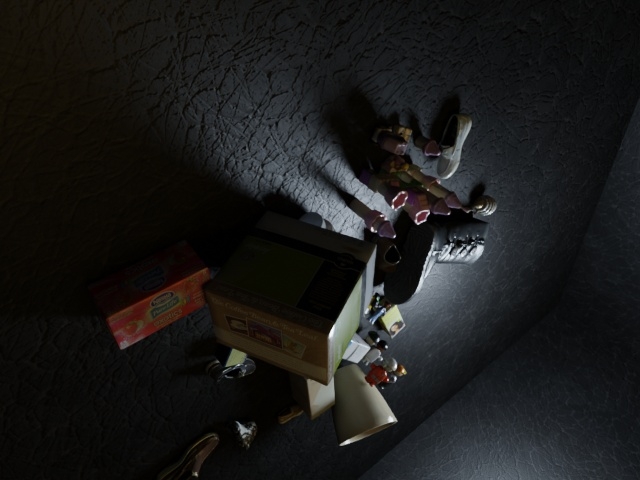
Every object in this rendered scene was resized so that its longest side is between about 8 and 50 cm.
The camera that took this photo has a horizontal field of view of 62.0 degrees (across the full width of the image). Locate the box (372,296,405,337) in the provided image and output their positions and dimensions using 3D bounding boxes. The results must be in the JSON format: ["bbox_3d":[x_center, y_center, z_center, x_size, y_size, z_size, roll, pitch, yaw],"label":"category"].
[{"bbox_3d":[0.291,0.325,2.246,0.087,0.058,0.232,-42,144,-8],"label":"box"}]

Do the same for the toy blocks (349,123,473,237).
[{"bbox_3d":[0.294,-0.159,1.621,0.288,0.260,0.309,-10,130,-40],"label":"toy blocks"}]

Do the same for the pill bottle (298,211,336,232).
[{"bbox_3d":[0.000,0.000,1.592,0.108,0.108,0.193,-43,144,-8],"label":"pill bottle"}]

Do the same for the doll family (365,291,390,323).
[{"bbox_3d":[0.200,0.250,2.068,0.111,0.076,0.193,-48,146,-4],"label":"doll family"}]

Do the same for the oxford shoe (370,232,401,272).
[{"bbox_3d":[0.246,0.067,1.926,0.083,0.096,0.227,-45,146,-8],"label":"oxford shoe"}]

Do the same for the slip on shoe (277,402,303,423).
[{"bbox_3d":[-0.118,0.694,2.175,0.135,0.051,0.041,-27,128,-18],"label":"slip on shoe"}]

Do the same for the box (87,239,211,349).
[{"bbox_3d":[-0.398,0.124,1.274,0.256,0.128,0.123,-28,140,-25],"label":"box"}]

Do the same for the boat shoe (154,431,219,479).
[{"bbox_3d":[-0.450,0.791,1.871,0.257,0.095,0.095,-41,144,-10],"label":"boat shoe"}]

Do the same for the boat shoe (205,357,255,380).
[{"bbox_3d":[-0.281,0.430,1.737,0.206,0.065,0.075,16,110,-52],"label":"boat shoe"}]

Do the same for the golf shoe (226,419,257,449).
[{"bbox_3d":[-0.290,0.702,1.991,0.094,0.077,0.198,-47,152,-27],"label":"golf shoe"}]

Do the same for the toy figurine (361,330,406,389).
[{"bbox_3d":[0.243,0.500,2.224,0.148,0.213,0.209,-41,145,8],"label":"toy figurine"}]

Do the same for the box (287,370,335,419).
[{"bbox_3d":[-0.035,0.529,2.022,0.121,0.148,0.311,-30,139,-23],"label":"box"}]

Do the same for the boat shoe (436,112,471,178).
[{"bbox_3d":[0.427,-0.317,1.780,0.081,0.079,0.228,-3,119,-37],"label":"boat shoe"}]

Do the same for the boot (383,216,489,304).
[{"bbox_3d":[0.479,0.076,2.156,0.445,0.146,0.367,-7,130,-48],"label":"boot"}]

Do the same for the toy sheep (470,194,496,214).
[{"bbox_3d":[0.677,-0.144,2.190,0.132,0.091,0.091,1,122,-41],"label":"toy sheep"}]

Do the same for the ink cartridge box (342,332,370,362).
[{"bbox_3d":[0.074,0.367,1.978,0.086,0.148,0.203,-51,144,2],"label":"ink cartridge box"}]

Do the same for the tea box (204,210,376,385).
[{"bbox_3d":[-0.065,0.137,1.374,0.220,0.329,0.323,90,26,-43],"label":"tea box"}]

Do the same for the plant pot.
[{"bbox_3d":[0.143,0.664,2.201,0.256,0.274,0.256,-19,155,-9],"label":"plant pot"}]

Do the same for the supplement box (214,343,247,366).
[{"bbox_3d":[-0.272,0.343,1.671,0.083,0.056,0.083,-1,124,-45],"label":"supplement box"}]
